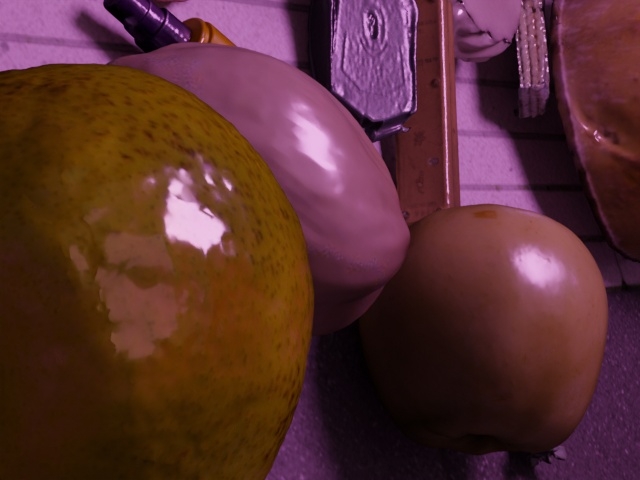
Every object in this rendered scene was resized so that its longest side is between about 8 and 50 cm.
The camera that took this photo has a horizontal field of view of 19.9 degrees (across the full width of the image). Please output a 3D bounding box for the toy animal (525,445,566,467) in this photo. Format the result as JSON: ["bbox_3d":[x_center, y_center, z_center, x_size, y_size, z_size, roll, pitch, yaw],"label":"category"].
[{"bbox_3d":[0.220,0.105,1.977,0.170,0.090,0.255,52,42,-48],"label":"toy animal"}]

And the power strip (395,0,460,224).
[{"bbox_3d":[0.113,-0.132,1.955,0.044,0.064,0.305,24,62,-63],"label":"power strip"}]

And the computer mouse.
[{"bbox_3d":[0.037,-0.206,1.928,0.126,0.071,0.231,8,73,-36],"label":"computer mouse"}]

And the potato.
[{"bbox_3d":[0.501,-0.190,2.246,0.442,0.319,0.385,-26,103,-66],"label":"potato"}]

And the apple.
[{"bbox_3d":[0.157,0.086,1.776,0.262,0.262,0.262,29,51,-41],"label":"apple"}]

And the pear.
[{"bbox_3d":[-0.174,0.056,1.262,0.391,0.391,0.391,29,51,-41],"label":"pear"}]

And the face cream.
[{"bbox_3d":[-0.098,-0.148,1.709,0.273,0.078,0.078,40,44,-33],"label":"face cream"}]

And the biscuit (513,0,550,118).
[{"bbox_3d":[0.250,-0.261,2.193,0.147,0.046,0.250,73,16,-64],"label":"biscuit"}]

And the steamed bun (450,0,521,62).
[{"bbox_3d":[0.149,-0.282,2.081,0.183,0.106,0.183,20,62,-44],"label":"steamed bun"}]

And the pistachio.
[{"bbox_3d":[-0.068,-0.051,1.608,0.332,0.208,0.226,42,85,-20],"label":"pistachio"}]
